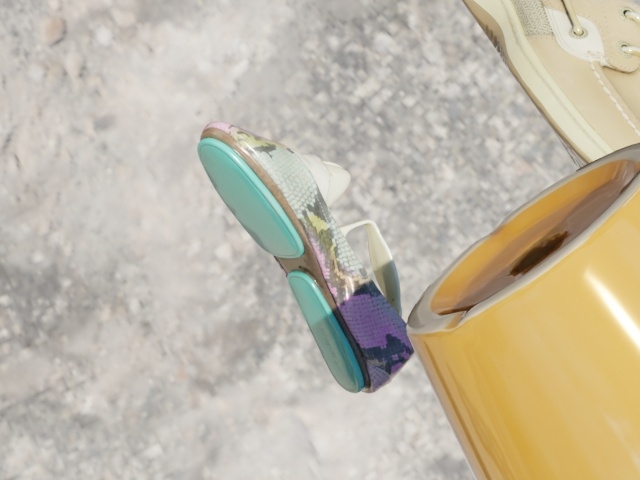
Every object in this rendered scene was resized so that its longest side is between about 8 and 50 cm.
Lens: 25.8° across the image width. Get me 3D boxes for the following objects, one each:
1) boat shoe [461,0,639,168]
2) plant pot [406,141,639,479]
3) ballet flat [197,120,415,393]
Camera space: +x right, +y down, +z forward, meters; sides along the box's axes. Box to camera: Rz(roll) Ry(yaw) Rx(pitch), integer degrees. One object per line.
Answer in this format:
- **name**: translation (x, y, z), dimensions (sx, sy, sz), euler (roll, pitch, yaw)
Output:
- **boat shoe**: translation (0.180, -0.121, 0.924), dimensions (0.098, 0.302, 0.109), euler (-35, 135, 11)
- **plant pot**: translation (0.141, 0.070, 0.570), dimensions (0.205, 0.205, 0.188), euler (-37, 97, 1)
- **ballet flat**: translation (0.000, 0.000, 0.926), dimensions (0.079, 0.077, 0.222), euler (-40, 112, -23)
